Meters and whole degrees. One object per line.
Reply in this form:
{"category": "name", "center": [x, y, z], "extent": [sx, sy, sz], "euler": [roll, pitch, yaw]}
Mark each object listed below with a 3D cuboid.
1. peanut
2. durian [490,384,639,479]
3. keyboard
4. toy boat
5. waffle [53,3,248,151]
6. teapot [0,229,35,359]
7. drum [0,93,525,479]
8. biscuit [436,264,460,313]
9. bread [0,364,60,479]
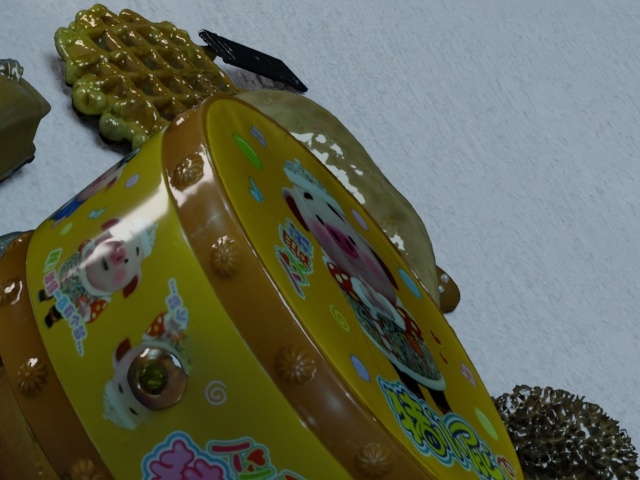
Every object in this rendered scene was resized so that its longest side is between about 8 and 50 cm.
{"category": "peanut", "center": [0.000, 0.000, 1.708], "extent": [0.192, 0.169, 0.387], "euler": [-24, 62, -29]}
{"category": "durian", "center": [0.217, 0.227, 1.558], "extent": [0.196, 0.196, 0.167], "euler": [2, 39, -44]}
{"category": "keyboard", "center": [-0.081, -0.223, 2.087], "extent": [0.061, 0.013, 0.204], "euler": [47, 15, 23]}
{"category": "toy boat", "center": [-0.371, -0.095, 1.566], "extent": [0.121, 0.089, 0.321], "euler": [31, 29, 9]}
{"category": "waffle", "center": [-0.167, -0.167, 1.920], "extent": [0.282, 0.058, 0.300], "euler": [12, 35, -37]}
{"category": "teapot", "center": [-0.285, 0.038, 1.427], "extent": [0.108, 0.111, 0.149], "euler": [-11, 55, -34]}
{"category": "drum", "center": [-0.041, 0.107, 1.299], "extent": [0.431, 0.214, 0.431], "euler": [50, 13, -16]}
{"category": "biscuit", "center": [0.076, 0.013, 1.919], "extent": [0.205, 0.031, 0.138], "euler": [36, 28, 2]}
{"category": "bread", "center": [-0.191, 0.187, 1.294], "extent": [0.094, 0.102, 0.245], "euler": [8, 39, -43]}
